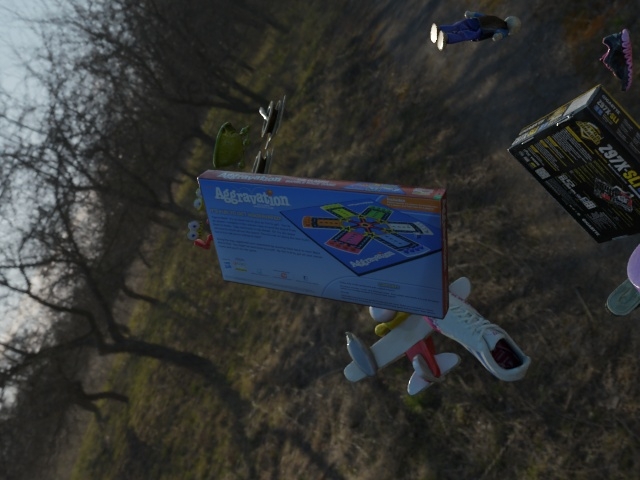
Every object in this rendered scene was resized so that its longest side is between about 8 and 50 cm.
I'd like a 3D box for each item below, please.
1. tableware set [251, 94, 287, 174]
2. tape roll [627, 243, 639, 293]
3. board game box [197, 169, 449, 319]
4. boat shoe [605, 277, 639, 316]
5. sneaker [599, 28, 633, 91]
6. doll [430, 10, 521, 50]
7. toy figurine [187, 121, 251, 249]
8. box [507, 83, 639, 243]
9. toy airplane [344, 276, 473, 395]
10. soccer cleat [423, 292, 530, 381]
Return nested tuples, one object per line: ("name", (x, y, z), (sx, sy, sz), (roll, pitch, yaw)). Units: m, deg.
("tableware set", (-0.117, -0.191, 1.210), (0.128, 0.039, 0.194), (155, 128, -73))
("tape roll", (0.628, 0.044, 1.018), (0.189, 0.080, 0.189), (-40, 16, 14))
("board game box", (0.000, 0.000, 0.670), (0.027, 0.281, 0.145), (-51, -39, -48))
("boat shoe", (0.822, 0.111, 1.530), (0.233, 0.079, 0.084), (-37, 61, 4))
("sneaker", (0.573, -0.345, 1.173), (0.057, 0.119, 0.047), (-4, 28, 28))
("doll", (0.328, -0.441, 1.260), (0.046, 0.189, 0.129), (88, 168, -44))
("toy figurine", (-0.192, -0.114, 1.644), (0.191, 0.217, 0.363), (-20, -48, -61))
("box", (0.600, -0.148, 1.302), (0.079, 0.322, 0.257), (-49, 6, -23))
("toy airplane", (0.255, 0.274, 1.869), (0.384, 0.272, 0.386), (-1, 58, 52))
("soccer cleat", (0.400, 0.227, 1.564), (0.116, 0.331, 0.143), (-47, -13, -17))
